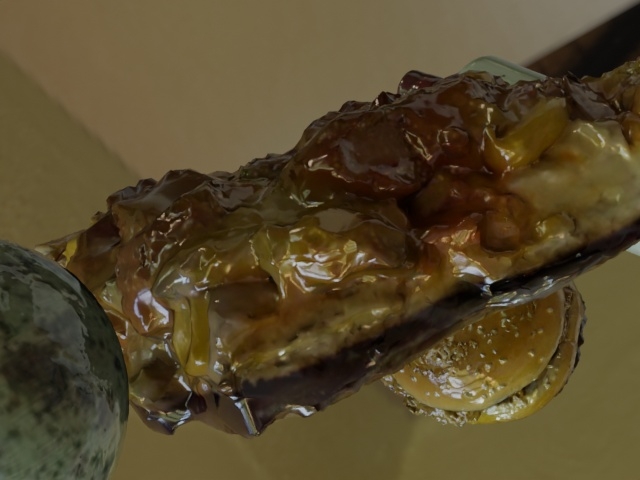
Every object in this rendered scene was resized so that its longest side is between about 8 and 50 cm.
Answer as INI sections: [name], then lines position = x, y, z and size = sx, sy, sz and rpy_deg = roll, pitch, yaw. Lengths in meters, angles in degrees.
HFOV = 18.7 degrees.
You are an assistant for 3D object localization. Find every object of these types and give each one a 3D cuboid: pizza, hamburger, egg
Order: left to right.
[egg]
position = -0.149, 0.070, 0.704
size = 0.172, 0.132, 0.132
rpy_deg = -32, -87, -30
[pizza]
position = 0.000, 0.000, 0.907
size = 0.278, 0.409, 0.114
rpy_deg = -28, -82, -51
[hamburger]
position = 0.129, 0.073, 1.704
size = 0.118, 0.191, 0.182
rpy_deg = 45, -151, -47

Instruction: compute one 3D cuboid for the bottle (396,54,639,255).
[bottle]
position = 0.166, -0.074, 1.491
size = 0.245, 0.104, 0.104
rpy_deg = 25, -145, 26
